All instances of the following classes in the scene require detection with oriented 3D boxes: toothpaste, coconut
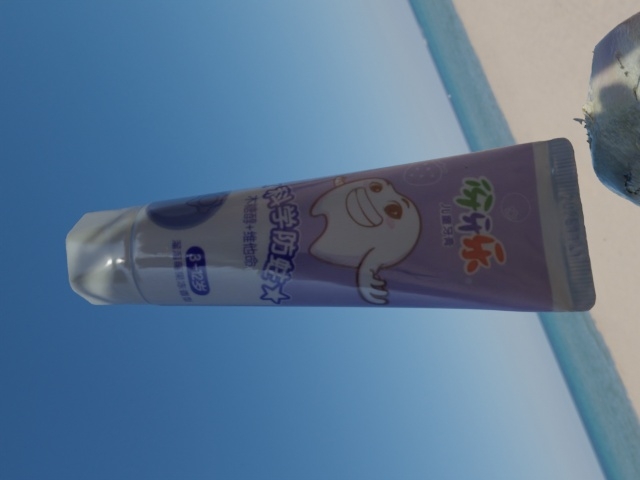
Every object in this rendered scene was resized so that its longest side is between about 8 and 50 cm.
[{"bbox_3d":[0.000,0.000,0.445,0.080,0.372,0.125,56,-148,-73],"label":"toothpaste"},{"bbox_3d":[0.295,-0.118,0.482,0.171,0.171,0.182,49,-141,-48],"label":"coconut"}]
